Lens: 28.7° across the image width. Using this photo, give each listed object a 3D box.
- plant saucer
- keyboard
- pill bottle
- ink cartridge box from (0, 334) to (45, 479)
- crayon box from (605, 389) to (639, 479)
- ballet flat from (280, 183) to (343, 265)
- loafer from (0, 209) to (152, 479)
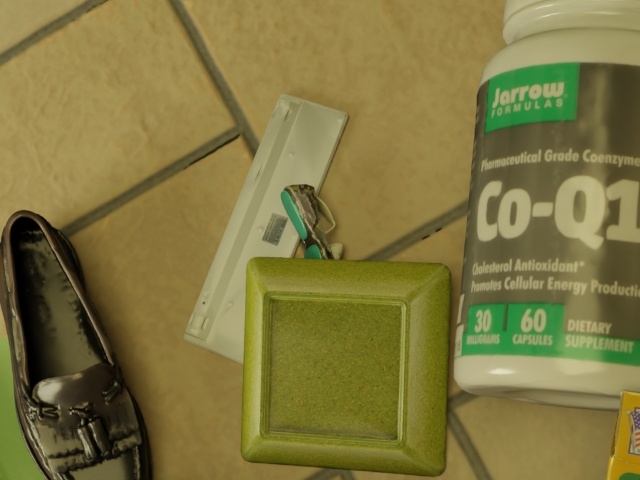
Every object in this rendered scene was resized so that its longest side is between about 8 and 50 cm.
[{"bbox_3d":[0.016,0.111,1.098,0.188,0.045,0.188,2,91,13],"label":"plant saucer"},{"bbox_3d":[-0.051,-0.013,1.180,0.072,0.014,0.256,20,84,11],"label":"keyboard"},{"bbox_3d":[0.223,-0.048,1.020,0.204,0.204,0.361,3,79,14],"label":"pill bottle"},{"bbox_3d":[-0.331,0.194,1.179,0.235,0.056,0.171,-34,73,6],"label":"ink cartridge box"},{"bbox_3d":[0.306,0.258,0.928,0.203,0.083,0.323,8,109,15],"label":"crayon box"},{"bbox_3d":[0.000,0.000,1.149,0.041,0.041,0.114,-20,85,8],"label":"ballet flat"},{"bbox_3d":[-0.235,0.113,1.140,0.109,0.095,0.302,-19,72,-12],"label":"loafer"}]
